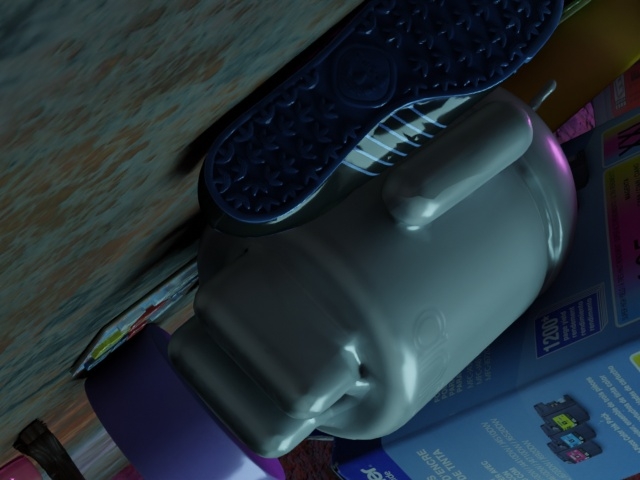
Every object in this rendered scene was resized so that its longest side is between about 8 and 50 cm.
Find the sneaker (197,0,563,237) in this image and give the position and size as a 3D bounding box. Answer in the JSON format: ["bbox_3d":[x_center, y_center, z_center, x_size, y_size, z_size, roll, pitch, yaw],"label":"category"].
[{"bbox_3d":[0.028,-0.081,0.878,0.232,0.081,0.090,-33,178,-12],"label":"sneaker"}]

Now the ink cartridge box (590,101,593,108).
[{"bbox_3d":[0.429,-0.286,1.766,0.330,0.071,0.324,-43,-160,20],"label":"ink cartridge box"}]

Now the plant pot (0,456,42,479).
[{"bbox_3d":[-0.359,0.337,1.600,0.237,0.109,0.237,-40,177,-3],"label":"plant pot"}]

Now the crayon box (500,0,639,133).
[{"bbox_3d":[0.172,-0.131,1.406,0.202,0.081,0.318,-39,-177,-28],"label":"crayon box"}]

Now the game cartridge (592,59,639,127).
[{"bbox_3d":[0.311,-0.204,1.471,0.060,0.196,0.294,0,174,-9],"label":"game cartridge"}]

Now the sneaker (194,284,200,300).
[{"bbox_3d":[-0.008,-0.004,1.411,0.262,0.099,0.121,-34,-170,43],"label":"sneaker"}]

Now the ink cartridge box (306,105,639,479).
[{"bbox_3d":[0.164,0.083,1.322,0.395,0.151,0.270,-29,-146,28],"label":"ink cartridge box"}]

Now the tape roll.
[{"bbox_3d":[-0.122,0.171,1.430,0.080,0.189,0.189,-40,177,2],"label":"tape roll"}]

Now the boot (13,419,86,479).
[{"bbox_3d":[-0.233,0.220,1.448,0.037,0.114,0.106,-40,176,-11],"label":"boot"}]

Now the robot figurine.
[{"bbox_3d":[0.052,0.006,1.155,0.353,0.200,0.300,-39,174,-33],"label":"robot figurine"}]

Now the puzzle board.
[{"bbox_3d":[-0.141,0.058,1.275,0.128,0.011,0.096,-39,176,-35],"label":"puzzle board"}]
